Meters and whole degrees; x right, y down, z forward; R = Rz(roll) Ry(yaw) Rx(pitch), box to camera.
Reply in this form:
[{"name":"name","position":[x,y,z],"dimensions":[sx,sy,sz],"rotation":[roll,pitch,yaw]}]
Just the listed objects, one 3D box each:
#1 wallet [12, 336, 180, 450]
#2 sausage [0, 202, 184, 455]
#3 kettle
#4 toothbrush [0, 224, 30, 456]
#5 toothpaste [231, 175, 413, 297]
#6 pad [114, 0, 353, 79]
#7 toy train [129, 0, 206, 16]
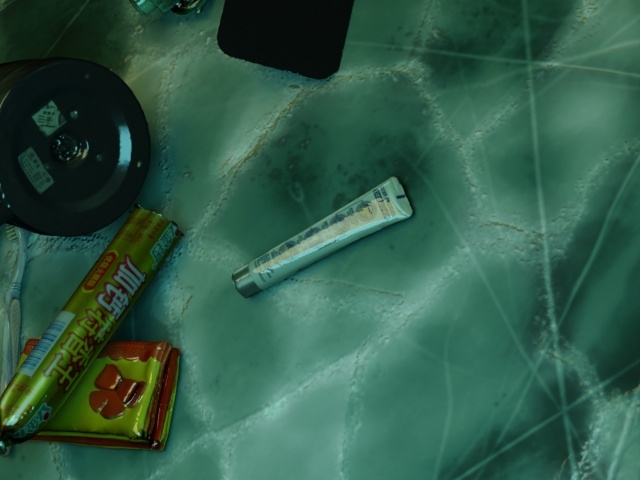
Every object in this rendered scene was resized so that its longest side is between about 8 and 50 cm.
[{"name":"wallet","position":[-0.294,0.187,1.807],"dimensions":[0.241,0.067,0.141],"rotation":[-2,65,30]},{"name":"sausage","position":[-0.301,0.114,1.775],"dimensions":[0.082,0.082,0.371],"rotation":[13,59,34]},{"name":"kettle","position":[-0.428,-0.103,1.911],"dimensions":[0.321,0.228,0.324],"rotation":[-49,30,-20]},{"name":"toothbrush","position":[-0.416,0.112,1.936],"dimensions":[0.037,0.028,0.375],"rotation":[-20,58,27]},{"name":"toothpaste","position":[0.000,0.000,1.744],"dimensions":[0.239,0.039,0.062],"rotation":[-29,60,13]},{"name":"pad","position":[-0.115,-0.348,1.901],"dimensions":[0.323,0.055,0.250],"rotation":[8,72,12]},{"name":"toy train","position":[-0.166,-0.440,2.014],"dimensions":[0.285,0.116,0.177],"rotation":[-40,42,9]}]
